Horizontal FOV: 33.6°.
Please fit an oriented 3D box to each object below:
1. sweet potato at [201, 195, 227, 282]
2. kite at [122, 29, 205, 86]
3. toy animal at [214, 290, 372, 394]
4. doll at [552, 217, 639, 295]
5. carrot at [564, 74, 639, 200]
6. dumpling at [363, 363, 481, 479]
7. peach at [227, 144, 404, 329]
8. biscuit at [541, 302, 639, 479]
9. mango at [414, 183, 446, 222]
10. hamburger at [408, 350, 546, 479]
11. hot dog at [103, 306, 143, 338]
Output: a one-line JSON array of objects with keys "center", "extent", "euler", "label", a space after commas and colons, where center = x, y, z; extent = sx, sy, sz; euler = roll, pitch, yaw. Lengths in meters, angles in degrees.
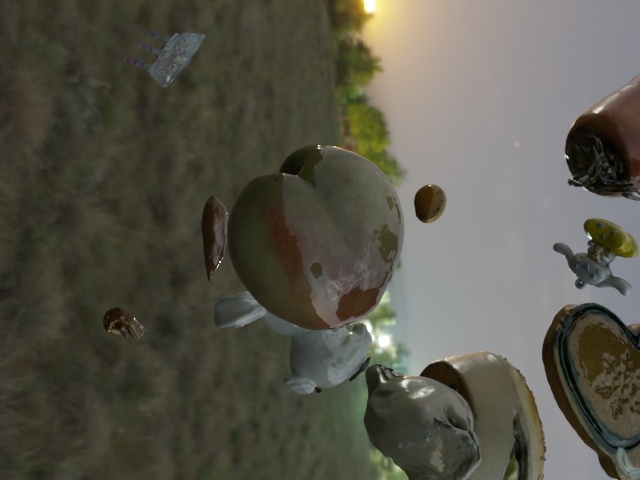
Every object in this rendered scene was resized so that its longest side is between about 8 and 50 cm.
[{"center": [-0.209, 0.001, 2.079], "extent": [0.056, 0.056, 0.194], "euler": [-90, -177, -65], "label": "sweet potato"}, {"center": [-0.316, -0.371, 2.108], "extent": [0.141, 0.015, 0.245], "euler": [-53, 167, 12], "label": "kite"}, {"center": [-0.050, 0.172, 2.226], "extent": [0.310, 0.247, 0.183], "euler": [48, 0, -19], "label": "toy animal"}, {"center": [0.422, 0.022, 1.634], "extent": [0.071, 0.135, 0.113], "euler": [11, 88, -55], "label": "doll"}, {"center": [0.599, -0.185, 2.128], "extent": [0.331, 0.193, 0.214], "euler": [-32, 115, -38], "label": "carrot"}, {"center": [0.119, 0.230, 1.288], "extent": [0.199, 0.118, 0.136], "euler": [39, -39, 44], "label": "dumpling"}, {"center": [-0.001, 0.001, 1.667], "extent": [0.247, 0.292, 0.292], "euler": [-22, -111, 49], "label": "peach"}, {"center": [0.555, 0.259, 1.957], "extent": [0.343, 0.287, 0.057], "euler": [58, -32, -6], "label": "biscuit"}, {"center": [0.257, -0.086, 2.499], "extent": [0.057, 0.079, 0.114], "euler": [69, 28, -42], "label": "mango"}, {"center": [0.257, 0.329, 1.741], "extent": [0.300, 0.176, 0.300], "euler": [-174, -90, -74], "label": "hamburger"}, {"center": [-0.306, 0.131, 1.649], "extent": [0.083, 0.058, 0.035], "euler": [72, 30, -68], "label": "hot dog"}]
